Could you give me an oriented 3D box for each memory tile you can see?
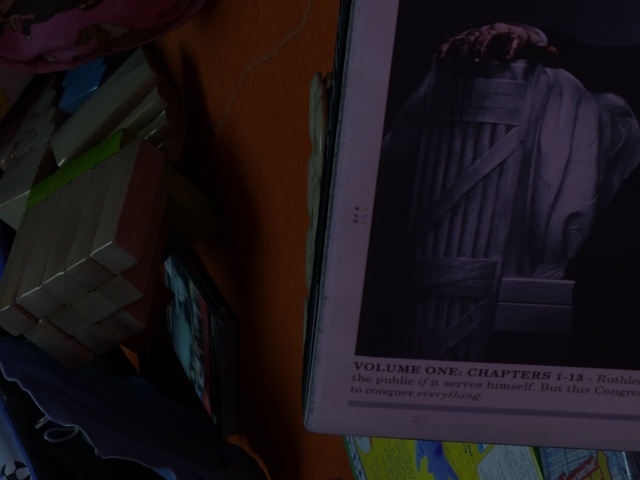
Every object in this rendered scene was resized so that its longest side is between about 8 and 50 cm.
[{"bbox_3d":[0.000,0.000,0.888,0.113,0.012,0.148,-97,7,-76],"label":"memory tile"}]

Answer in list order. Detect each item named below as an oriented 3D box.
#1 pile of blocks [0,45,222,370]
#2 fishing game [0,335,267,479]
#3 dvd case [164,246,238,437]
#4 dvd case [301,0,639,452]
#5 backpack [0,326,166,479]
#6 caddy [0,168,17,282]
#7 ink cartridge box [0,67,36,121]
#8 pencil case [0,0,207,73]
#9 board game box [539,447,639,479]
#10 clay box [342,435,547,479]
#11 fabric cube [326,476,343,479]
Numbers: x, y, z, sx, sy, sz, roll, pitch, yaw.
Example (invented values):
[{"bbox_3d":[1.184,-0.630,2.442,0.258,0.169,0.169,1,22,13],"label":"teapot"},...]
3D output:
[{"bbox_3d":[-0.125,-0.044,1.217,0.112,0.149,0.362,40,-166,-29],"label":"pile of blocks"},{"bbox_3d":[-0.116,0.109,1.127,0.264,0.189,0.041,34,98,40],"label":"fishing game"},{"bbox_3d":[-0.077,0.057,1.230,0.119,0.013,0.087,-129,33,-53],"label":"dvd case"},{"bbox_3d":[0.093,-0.045,0.387,0.029,0.179,0.239,-89,4,-47],"label":"dvd case"},{"bbox_3d":[-0.182,0.188,1.345,0.263,0.213,0.276,85,162,-52],"label":"backpack"},{"bbox_3d":[-0.271,-0.108,1.479,0.241,0.179,0.341,-72,-24,-76],"label":"caddy"},{"bbox_3d":[-0.290,-0.145,1.232,0.201,0.278,0.117,40,168,-24],"label":"ink cartridge box"},{"bbox_3d":[-0.172,-0.284,1.098,0.167,0.160,0.386,34,-144,-65],"label":"pencil case"},{"bbox_3d":[0.127,0.112,0.562,0.194,0.060,0.194,134,123,-69],"label":"board game box"},{"bbox_3d":[0.062,0.081,0.752,0.222,0.053,0.127,113,144,-63],"label":"clay box"},{"bbox_3d":[-0.065,0.303,0.881,0.259,0.254,0.258,85,166,-60],"label":"fabric cube"}]
